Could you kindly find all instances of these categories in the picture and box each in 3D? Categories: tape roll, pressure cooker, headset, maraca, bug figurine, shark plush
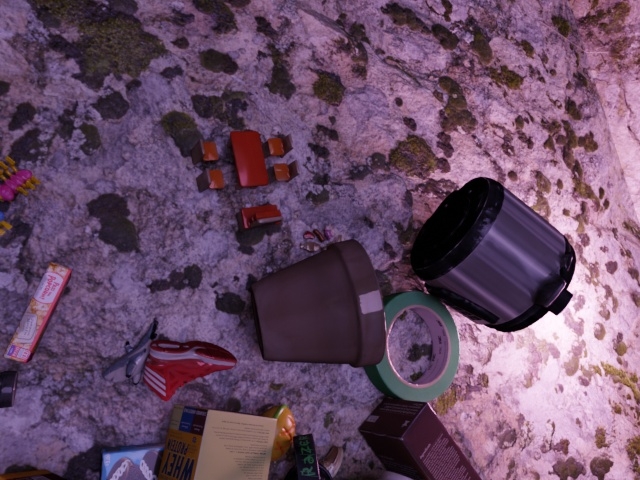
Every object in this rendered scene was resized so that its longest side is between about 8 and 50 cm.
[{"bbox_3d":[0.271,0.313,1.460,0.321,0.077,0.321,5,79,-27],"label":"tape roll"},{"bbox_3d":[0.530,0.064,1.455,0.420,0.375,0.370,35,48,-11],"label":"pressure cooker"},{"bbox_3d":[-0.046,0.645,1.137,0.185,0.243,0.394,-8,110,-6],"label":"headset"},{"bbox_3d":[-0.122,0.492,1.199,0.099,0.127,0.186,18,74,19],"label":"maraca"},{"bbox_3d":[-0.732,-0.124,1.017,0.279,0.072,0.216,45,57,-8],"label":"bug figurine"},{"bbox_3d":[-0.424,0.252,1.120,0.067,0.073,0.161,23,73,10],"label":"shark plush"}]

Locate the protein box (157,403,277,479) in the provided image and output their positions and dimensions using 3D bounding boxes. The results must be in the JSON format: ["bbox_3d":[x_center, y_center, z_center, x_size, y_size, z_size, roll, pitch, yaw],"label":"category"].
[{"bbox_3d":[-0.226,0.480,1.077,0.199,0.136,0.201,27,64,-42],"label":"protein box"}]

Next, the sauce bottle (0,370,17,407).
[{"bbox_3d":[-0.762,0.278,0.905,0.344,0.111,0.111,8,77,-28],"label":"sauce bottle"}]

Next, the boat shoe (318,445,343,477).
[{"bbox_3d":[0.013,0.599,1.282,0.045,0.050,0.135,42,64,-21],"label":"boat shoe"}]

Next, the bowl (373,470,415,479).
[{"bbox_3d":[0.189,0.680,1.233,0.289,0.289,0.156,33,60,-18],"label":"bowl"}]

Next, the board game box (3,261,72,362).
[{"bbox_3d":[-0.575,0.148,1.005,0.045,0.146,0.194,25,70,-21],"label":"board game box"}]

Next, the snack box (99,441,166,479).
[{"bbox_3d":[-0.387,0.615,1.063,0.187,0.060,0.322,5,78,-27],"label":"snack box"}]

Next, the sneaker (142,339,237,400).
[{"bbox_3d":[-0.316,0.311,1.166,0.221,0.087,0.128,18,97,-32],"label":"sneaker"}]

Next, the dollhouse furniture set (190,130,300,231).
[{"bbox_3d":[-0.176,-0.162,1.281,0.262,0.135,0.259,-10,85,-29],"label":"dollhouse furniture set"}]

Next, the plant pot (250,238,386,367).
[{"bbox_3d":[-0.022,0.175,1.226,0.280,0.323,0.323,-9,84,-13],"label":"plant pot"}]

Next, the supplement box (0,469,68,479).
[{"bbox_3d":[-0.505,0.532,0.906,0.194,0.191,0.129,22,68,6],"label":"supplement box"}]

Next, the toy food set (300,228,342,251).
[{"bbox_3d":[0.000,0.000,1.411,0.122,0.019,0.078,11,75,-18],"label":"toy food set"}]

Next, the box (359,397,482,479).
[{"bbox_3d":[0.298,0.626,1.348,0.143,0.191,0.381,-41,101,-31],"label":"box"}]
